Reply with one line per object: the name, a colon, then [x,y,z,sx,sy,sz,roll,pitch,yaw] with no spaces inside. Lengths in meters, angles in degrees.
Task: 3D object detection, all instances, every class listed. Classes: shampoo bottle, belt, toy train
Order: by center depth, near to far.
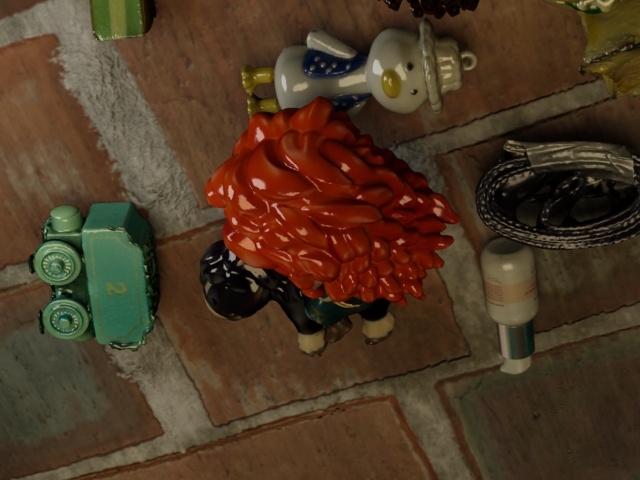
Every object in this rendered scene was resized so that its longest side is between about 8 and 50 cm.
belt: [0.312,-0.057,1.875,0.230,0.126,0.139,-2,90,8]
shampoo bottle: [0.259,0.091,1.985,0.074,0.074,0.192,-6,116,10]
toy train: [-0.302,0.047,2.016,0.163,0.112,0.203,-3,118,2]

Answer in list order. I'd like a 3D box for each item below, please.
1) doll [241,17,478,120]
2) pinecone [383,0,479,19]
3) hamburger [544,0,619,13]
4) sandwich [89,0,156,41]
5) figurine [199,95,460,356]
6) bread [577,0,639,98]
doll: [0.049,-0.201,1.831,0.293,0.119,0.138,-7,107,10]
pinecone: [0.121,-0.337,1.736,0.165,0.163,0.163,-9,118,31]
hamburger: [0.298,-0.374,1.680,0.237,0.147,0.237,-3,108,-11]
sandwich: [-0.254,-0.316,1.833,0.074,0.074,0.116,-6,117,10]
figurine: [-0.007,0.003,1.858,0.306,0.241,0.412,20,148,-5]
bread: [0.378,-0.226,1.753,0.140,0.160,0.169,-20,114,16]
